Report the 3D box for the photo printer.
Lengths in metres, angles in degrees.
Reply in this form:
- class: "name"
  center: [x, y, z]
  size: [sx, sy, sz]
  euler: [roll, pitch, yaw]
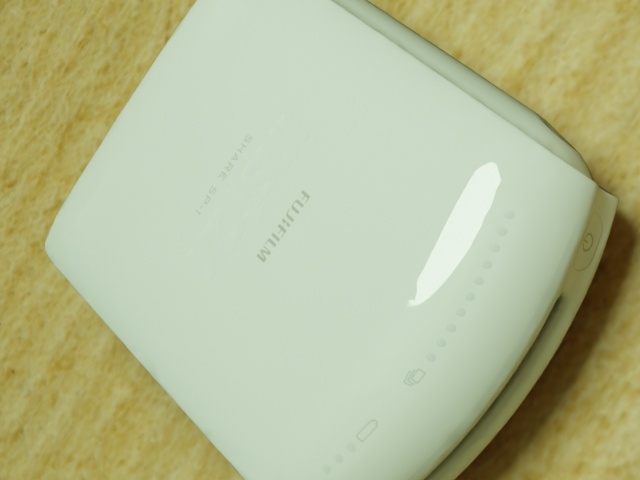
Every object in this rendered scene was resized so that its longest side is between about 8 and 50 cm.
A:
- class: "photo printer"
  center: [0.000, 0.000, 0.743]
  size: [0.307, 0.107, 0.256]
  euler: [42, 101, 37]
